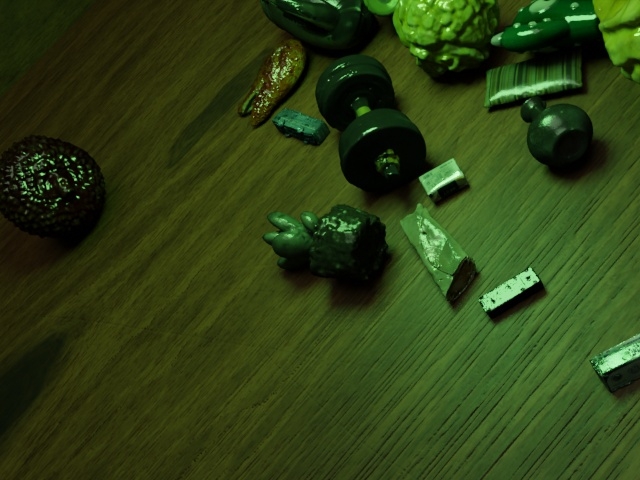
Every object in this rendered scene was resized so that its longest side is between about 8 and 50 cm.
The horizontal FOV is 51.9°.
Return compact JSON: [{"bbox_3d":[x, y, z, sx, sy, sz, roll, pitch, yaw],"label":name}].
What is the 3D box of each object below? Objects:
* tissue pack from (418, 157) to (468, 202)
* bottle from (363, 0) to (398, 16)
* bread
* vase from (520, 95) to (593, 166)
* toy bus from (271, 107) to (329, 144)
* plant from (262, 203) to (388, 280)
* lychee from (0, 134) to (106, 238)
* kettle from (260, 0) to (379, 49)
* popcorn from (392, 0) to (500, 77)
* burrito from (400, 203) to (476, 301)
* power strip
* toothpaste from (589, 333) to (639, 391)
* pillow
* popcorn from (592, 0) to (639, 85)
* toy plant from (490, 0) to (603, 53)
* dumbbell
[{"bbox_3d":[0.253,-0.123,1.351,0.083,0.042,0.062,-31,45,11],"label":"tissue pack"},{"bbox_3d":[0.182,-0.658,1.700,0.112,0.112,0.260,-17,25,23],"label":"bottle"},{"bbox_3d":[-0.133,-0.441,1.808,0.269,0.095,0.139,-50,38,-2],"label":"bread"},{"bbox_3d":[0.440,-0.219,1.258,0.120,0.120,0.183,-29,31,13],"label":"vase"},{"bbox_3d":[-0.051,-0.291,1.676,0.166,0.047,0.065,29,72,42],"label":"toy bus"},{"bbox_3d":[0.001,-0.002,1.359,0.275,0.149,0.146,4,98,40],"label":"plant"},{"bbox_3d":[-0.779,-0.149,1.885,0.330,0.306,0.306,0,57,51],"label":"lychee"},{"bbox_3d":[-0.023,-0.629,1.737,0.324,0.321,0.228,45,123,39],"label":"kettle"},{"bbox_3d":[0.280,-0.478,1.478,0.259,0.259,0.212,-9,88,29],"label":"popcorn"},{"bbox_3d":[0.221,0.011,1.262,0.087,0.060,0.226,-40,46,10],"label":"burrito"},{"bbox_3d":[0.334,0.092,1.151,0.111,0.029,0.038,-33,47,12],"label":"power strip"},{"bbox_3d":[0.505,0.158,0.981,0.196,0.047,0.040,-31,32,11],"label":"toothpaste"},{"bbox_3d":[0.445,-0.340,1.385,0.203,0.038,0.113,-6,56,32],"label":"pillow"},{"bbox_3d":[0.650,-0.425,1.093,0.382,0.349,0.349,-41,29,59],"label":"popcorn"},{"bbox_3d":[0.489,-0.451,1.368,0.243,0.112,0.232,-3,25,29],"label":"toy plant"},{"bbox_3d":[0.104,-0.262,1.458,0.185,0.185,0.388,-29,46,13],"label":"dumbbell"}]
